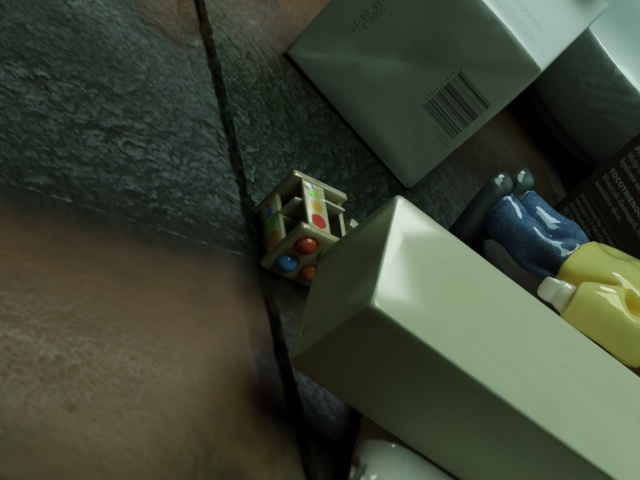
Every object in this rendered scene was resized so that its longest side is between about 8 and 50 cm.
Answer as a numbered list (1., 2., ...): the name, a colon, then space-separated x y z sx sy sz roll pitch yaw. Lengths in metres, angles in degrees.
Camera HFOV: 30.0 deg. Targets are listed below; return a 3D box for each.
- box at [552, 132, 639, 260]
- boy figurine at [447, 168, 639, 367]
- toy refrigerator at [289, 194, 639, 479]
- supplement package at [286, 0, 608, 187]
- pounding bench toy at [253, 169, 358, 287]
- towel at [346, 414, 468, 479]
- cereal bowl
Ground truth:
1. box: 0.412 -0.067 1.146 0.191 0.381 0.143 8 49 -45
2. boy figurine: 0.252 0.054 1.047 0.285 0.092 0.177 44 24 16
3. toy refrigerator: 0.114 0.100 0.795 0.269 0.094 0.102 35 42 -19
4. supplement package: 0.134 -0.208 1.160 0.175 0.177 0.293 48 33 0
5. pounding bench toy: 0.000 0.000 0.897 0.083 0.052 0.065 24 40 -33
6. towel: 0.156 0.187 0.883 0.317 0.053 0.332 39 33 -15
7. cereal bowl: 0.353 -0.183 1.428 0.339 0.141 0.339 30 36 -25
